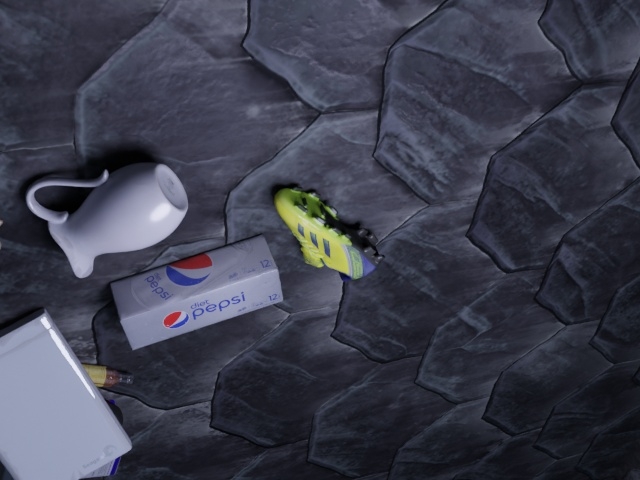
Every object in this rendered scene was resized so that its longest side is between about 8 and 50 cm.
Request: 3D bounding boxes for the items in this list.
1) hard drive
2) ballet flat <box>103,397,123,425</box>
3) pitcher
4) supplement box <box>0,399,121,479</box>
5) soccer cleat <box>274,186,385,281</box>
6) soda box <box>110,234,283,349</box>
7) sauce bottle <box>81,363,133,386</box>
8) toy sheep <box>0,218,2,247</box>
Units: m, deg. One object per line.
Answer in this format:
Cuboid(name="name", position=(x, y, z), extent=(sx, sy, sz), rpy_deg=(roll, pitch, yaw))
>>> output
Cuboid(name="hard drive", position=(-0.496, 0.294, 1.577), extent=(0.203, 0.040, 0.307), rpy_deg=(-29, 112, -7))
Cuboid(name="ballet flat", position=(-0.486, 0.309, 1.653), extent=(0.280, 0.095, 0.096), rpy_deg=(13, 142, -30))
Cuboid(name="pitcher", position=(-0.325, -0.053, 1.365), extent=(0.207, 0.125, 0.177), rpy_deg=(-26, 126, 17))
Cuboid(name="supplement box", position=(-0.507, 0.393, 1.744), extent=(0.220, 0.111, 0.114), rpy_deg=(0, 134, -29))
Cuboid(name="soccer cleat", position=(0.001, 0.001, 1.609), extent=(0.121, 0.093, 0.289), rpy_deg=(-35, 140, 20))
Cuboid(name="soda box", position=(-0.216, 0.090, 1.588), extent=(0.286, 0.091, 0.098), rpy_deg=(-18, 141, -9))
Cuboid(name="sauce bottle", position=(-0.418, 0.258, 1.701), extent=(0.128, 0.042, 0.042), rpy_deg=(16, 125, -39))
Cuboid(name="toy sheep", position=(-0.525, -0.019, 1.312), extent=(0.091, 0.091, 0.132), rpy_deg=(-39, 125, 15))
